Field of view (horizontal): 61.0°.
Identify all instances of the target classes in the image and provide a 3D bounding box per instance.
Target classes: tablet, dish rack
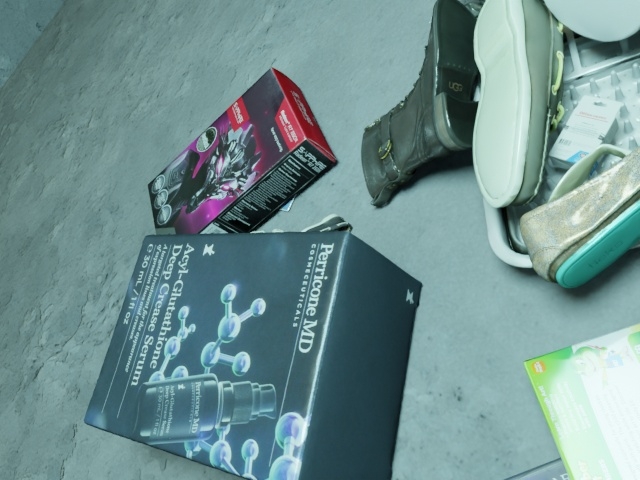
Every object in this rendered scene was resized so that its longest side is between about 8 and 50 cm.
[{"bbox_3d":[-0.061,-0.095,1.001,0.054,0.006,0.083,17,79,41],"label":"tablet"},{"bbox_3d":[0.342,-0.130,0.674,0.285,0.072,0.333,-15,61,30],"label":"dish rack"}]

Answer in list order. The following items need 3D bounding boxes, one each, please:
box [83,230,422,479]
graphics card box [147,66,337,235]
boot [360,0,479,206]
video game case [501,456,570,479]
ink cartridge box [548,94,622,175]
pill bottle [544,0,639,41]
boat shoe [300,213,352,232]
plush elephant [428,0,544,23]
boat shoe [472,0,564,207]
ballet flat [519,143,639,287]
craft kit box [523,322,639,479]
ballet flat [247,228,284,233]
[{"bbox_3d":[-0.096,0.160,0.771,0.395,0.212,0.293,-1,68,36],"label":"box"},{"bbox_3d":[-0.166,-0.127,1.034,0.371,0.094,0.233,-38,50,19],"label":"graphics card box"},{"bbox_3d":[0.133,-0.201,0.810,0.229,0.091,0.263,-24,57,59],"label":"boot"},{"bbox_3d":[0.248,0.375,0.535,0.196,0.026,0.274,-33,52,20],"label":"video game case"},{"bbox_3d":[0.310,-0.122,0.630,0.048,0.028,0.083,30,89,41],"label":"ink cartridge box"},{"bbox_3d":[0.384,-0.369,0.595,0.283,0.160,0.160,-48,49,-4],"label":"pill bottle"},{"bbox_3d":[0.000,0.000,0.854,0.038,0.046,0.125,29,43,30],"label":"boat shoe"},{"bbox_3d":[0.252,-0.465,0.771,0.330,0.255,0.272,-30,49,25],"label":"plush elephant"},{"bbox_3d":[0.245,-0.175,0.652,0.109,0.091,0.305,131,148,-64],"label":"boat shoe"},{"bbox_3d":[0.337,-0.080,0.546,0.316,0.107,0.106,-37,45,16],"label":"ballet flat"},{"bbox_3d":[0.357,0.194,0.504,0.247,0.061,0.250,-23,56,16],"label":"craft kit box"},{"bbox_3d":[-0.094,0.014,0.934,0.203,0.074,0.074,-4,67,38],"label":"ballet flat"}]
